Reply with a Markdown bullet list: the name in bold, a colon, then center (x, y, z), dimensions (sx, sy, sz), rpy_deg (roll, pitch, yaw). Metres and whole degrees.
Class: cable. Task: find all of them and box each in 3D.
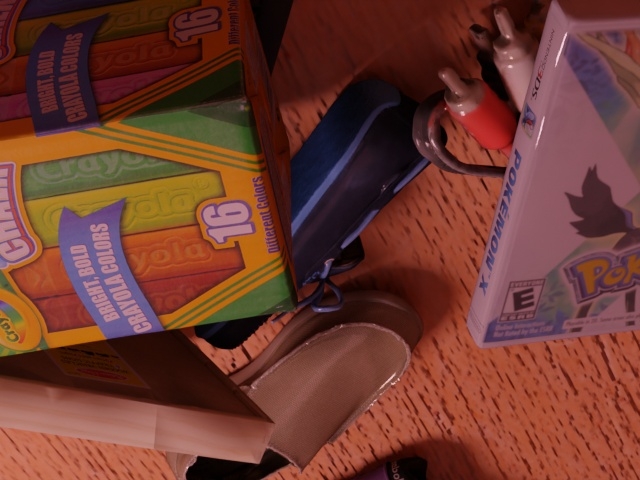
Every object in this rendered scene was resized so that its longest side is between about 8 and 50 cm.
- **cable**: center (0.173, -0.054, 1.174), dimensions (0.139, 0.072, 0.287), rpy_deg (-45, 121, -7)

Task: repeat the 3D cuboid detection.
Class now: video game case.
- **video game case**: center (0.288, -0.052, 1.177), dimensions (0.328, 0.036, 0.300), rpy_deg (-5, 132, -17)

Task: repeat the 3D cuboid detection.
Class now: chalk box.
- **chalk box**: center (-0.173, -0.050, 1.059), dimensions (0.288, 0.179, 0.180), rpy_deg (-11, 131, 4)

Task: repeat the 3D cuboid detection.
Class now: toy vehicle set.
- **toy vehicle set**: center (-0.182, 0.093, 1.188), dimensions (0.266, 0.166, 0.035), rpy_deg (15, 105, -39)

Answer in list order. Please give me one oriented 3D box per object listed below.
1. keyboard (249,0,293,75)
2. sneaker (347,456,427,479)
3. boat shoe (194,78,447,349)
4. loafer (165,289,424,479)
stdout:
- **keyboard**: center (-0.142, -0.102, 1.156), dimensions (0.201, 0.033, 0.317), rpy_deg (10, 129, -12)
- **sneaker**: center (0.120, 0.305, 1.485), dimensions (0.124, 0.107, 0.283), rpy_deg (-33, 126, 15)
- **boat shoe**: center (0.000, 0.000, 1.207), dimensions (0.089, 0.109, 0.258), rpy_deg (24, 127, -27)
- **loafer**: center (-0.021, 0.140, 1.333), dimensions (0.268, 0.092, 0.102), rpy_deg (-38, 124, 26)
